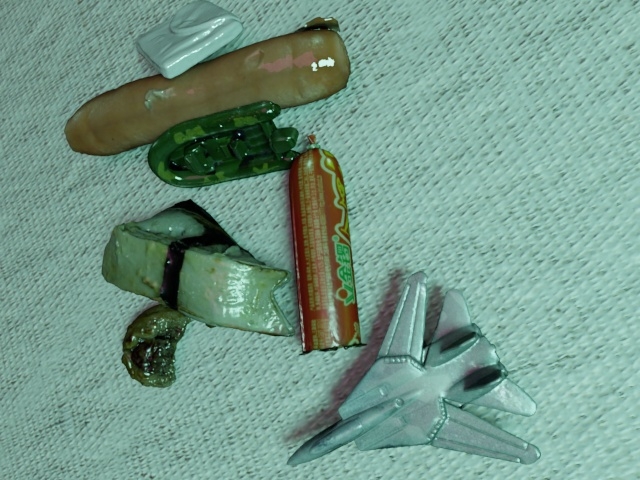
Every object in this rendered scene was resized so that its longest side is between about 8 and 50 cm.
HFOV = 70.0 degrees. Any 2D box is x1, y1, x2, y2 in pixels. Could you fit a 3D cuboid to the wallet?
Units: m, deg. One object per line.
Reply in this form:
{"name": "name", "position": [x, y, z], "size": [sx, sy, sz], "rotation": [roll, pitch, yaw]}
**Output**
{"name": "wallet", "position": [-0.180, -0.274, 0.607], "size": [0.124, 0.032, 0.183], "rotation": [-37, 45, -6]}

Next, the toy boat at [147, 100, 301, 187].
{"name": "toy boat", "position": [-0.126, -0.117, 0.592], "size": [0.210, 0.104, 0.052], "rotation": [-10, 49, 15]}

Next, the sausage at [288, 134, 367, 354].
{"name": "sausage", "position": [0.000, 0.000, 0.546], "size": [0.083, 0.083, 0.264], "rotation": [-8, 81, 17]}

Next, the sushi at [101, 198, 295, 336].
{"name": "sushi", "position": [-0.156, 0.044, 0.548], "size": [0.273, 0.109, 0.134], "rotation": [32, 96, 32]}

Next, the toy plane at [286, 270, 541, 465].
{"name": "toy plane", "position": [0.076, 0.182, 0.504], "size": [0.267, 0.088, 0.212], "rotation": [-37, 73, 20]}

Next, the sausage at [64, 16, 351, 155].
{"name": "sausage", "position": [-0.165, -0.190, 0.611], "size": [0.418, 0.094, 0.094], "rotation": [-9, 63, 18]}

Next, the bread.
{"name": "bread", "position": [-0.228, 0.140, 0.616], "size": [0.082, 0.060, 0.113], "rotation": [11, 89, 17]}
